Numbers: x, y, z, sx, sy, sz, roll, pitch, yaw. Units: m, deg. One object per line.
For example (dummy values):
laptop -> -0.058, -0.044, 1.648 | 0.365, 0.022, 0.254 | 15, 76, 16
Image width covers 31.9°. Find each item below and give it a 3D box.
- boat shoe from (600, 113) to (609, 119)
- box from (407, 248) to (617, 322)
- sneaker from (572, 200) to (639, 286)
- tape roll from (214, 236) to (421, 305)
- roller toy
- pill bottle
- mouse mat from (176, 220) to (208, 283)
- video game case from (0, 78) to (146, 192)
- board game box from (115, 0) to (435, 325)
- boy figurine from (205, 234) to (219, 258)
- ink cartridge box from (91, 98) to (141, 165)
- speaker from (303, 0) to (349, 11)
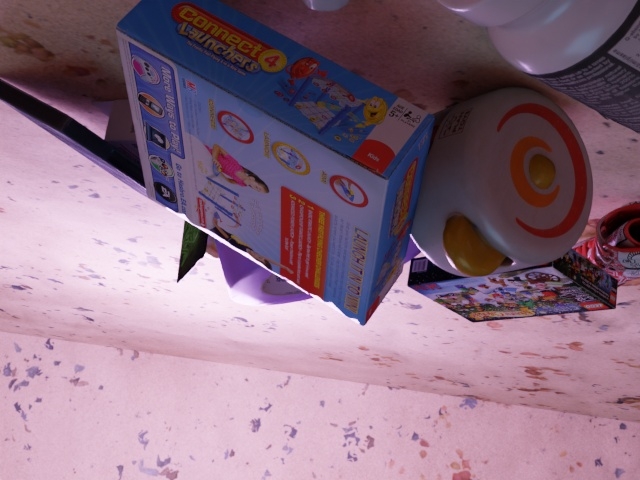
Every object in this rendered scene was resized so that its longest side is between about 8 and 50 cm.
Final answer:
boat shoe -> 0.247, -0.189, 1.031 | 0.065, 0.075, 0.206 | -40, 141, 8
box -> 0.257, 0.058, 1.509 | 0.233, 0.044, 0.159 | -10, 151, 43
sneaker -> 0.389, 0.011, 1.517 | 0.270, 0.090, 0.145 | -12, 152, 42
tape roll -> 0.000, 0.000, 1.502 | 0.275, 0.090, 0.275 | -15, 163, -5
roller toy -> 0.190, -0.062, 1.201 | 0.209, 0.191, 0.146 | -9, 176, -37
pill bottle -> 0.226, -0.182, 0.850 | 0.279, 0.162, 0.162 | 20, 160, -33
mouse mat -> -0.174, -0.029, 1.562 | 0.007, 0.152, 0.190 | 10, 163, -15
video game case -> -0.271, -0.105, 1.410 | 0.196, 0.026, 0.274 | 28, 174, 43
board game box -> -0.049, -0.081, 1.150 | 0.302, 0.086, 0.308 | 30, 154, 13
boy figurine -> -0.101, -0.020, 1.658 | 0.177, 0.092, 0.285 | -14, 168, -7
ink cartridge box -> -0.195, -0.130, 1.403 | 0.180, 0.060, 0.104 | 1, 161, 24
speaker -> 0.001, -0.248, 0.937 | 0.055, 0.055, 0.136 | 7, 163, 7
